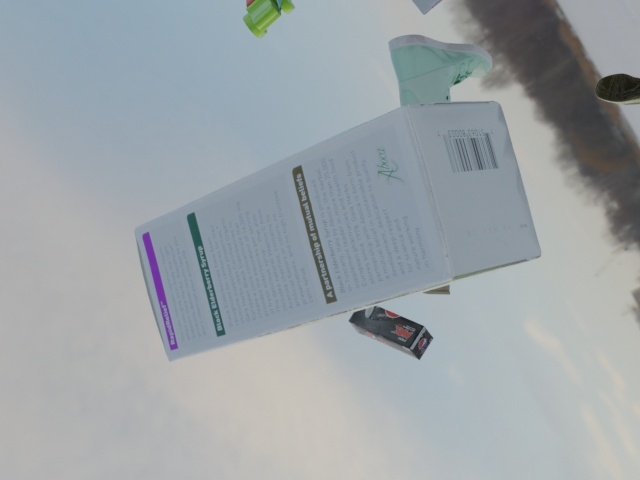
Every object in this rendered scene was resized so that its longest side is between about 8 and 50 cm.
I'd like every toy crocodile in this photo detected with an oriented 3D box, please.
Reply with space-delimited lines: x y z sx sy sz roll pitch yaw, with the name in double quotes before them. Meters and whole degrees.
"toy crocodile" -0.133 -0.579 2.330 0.105 0.115 0.340 46 -160 -20

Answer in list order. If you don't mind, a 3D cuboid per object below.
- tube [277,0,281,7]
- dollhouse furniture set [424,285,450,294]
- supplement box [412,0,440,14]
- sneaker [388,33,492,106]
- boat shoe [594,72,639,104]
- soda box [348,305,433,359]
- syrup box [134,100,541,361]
"tube" -0.059 -0.470 1.493 0.207 0.052 0.080 103 165 -44
"dollhouse furniture set" 0.273 0.005 1.679 0.101 0.161 0.181 -178 90 -73
"supplement box" 0.212 -0.463 1.515 0.114 0.111 0.220 49 -131 -6
"sneaker" 0.218 -0.273 1.723 0.256 0.094 0.151 -2 -95 -44
"boat shoe" 0.563 -0.265 1.716 0.048 0.153 0.056 22 -104 -46
"soda box" 0.141 0.179 1.951 0.169 0.060 0.053 21 161 40
"syrup box" 0.000 0.000 0.581 0.093 0.237 0.096 -10 -97 -48
